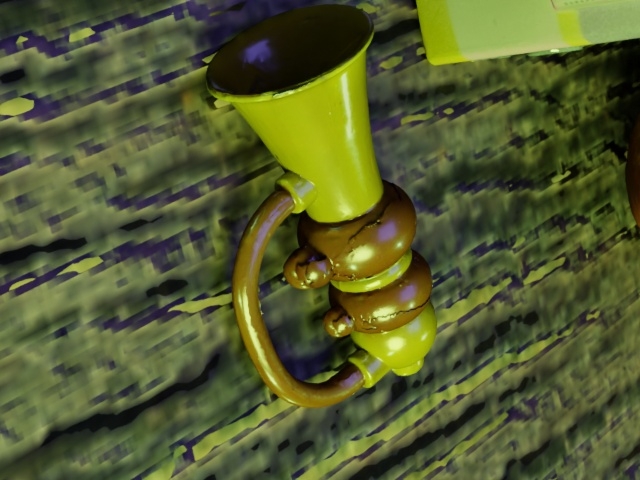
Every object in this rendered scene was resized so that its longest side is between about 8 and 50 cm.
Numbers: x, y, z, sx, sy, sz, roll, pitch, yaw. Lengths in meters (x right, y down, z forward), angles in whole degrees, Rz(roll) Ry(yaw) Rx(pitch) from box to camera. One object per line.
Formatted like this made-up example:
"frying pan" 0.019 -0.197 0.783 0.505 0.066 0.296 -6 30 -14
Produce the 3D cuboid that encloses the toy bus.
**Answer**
"toy bus" 0.080 -0.081 0.514 0.058 0.102 0.052 -15 99 -48

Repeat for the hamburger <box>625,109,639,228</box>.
"hamburger" 0.244 -0.082 0.583 0.291 0.291 0.225 23 79 -48

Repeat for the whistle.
"whistle" 0.004 -0.001 0.462 0.057 0.046 0.109 -60 138 -54
